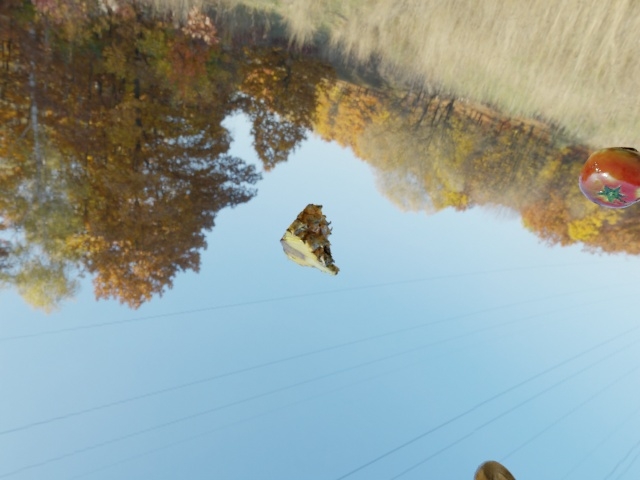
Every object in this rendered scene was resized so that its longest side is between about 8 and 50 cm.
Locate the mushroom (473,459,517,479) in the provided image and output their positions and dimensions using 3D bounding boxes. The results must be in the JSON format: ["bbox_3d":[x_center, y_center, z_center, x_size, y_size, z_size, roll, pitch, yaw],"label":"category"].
[{"bbox_3d":[0.361,0.512,0.843,0.126,0.085,0.109,6,-160,-43],"label":"mushroom"}]

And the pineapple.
[{"bbox_3d":[0.000,-0.002,1.074,0.164,0.140,0.250,28,161,14],"label":"pineapple"}]

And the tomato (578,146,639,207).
[{"bbox_3d":[0.403,-0.090,0.570,0.087,0.075,0.087,26,164,8],"label":"tomato"}]
